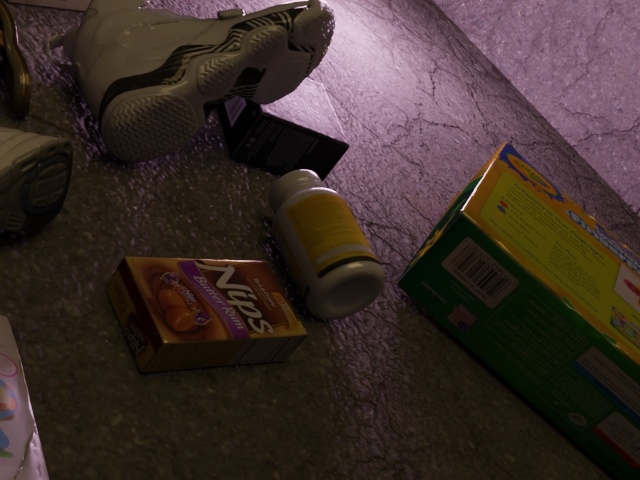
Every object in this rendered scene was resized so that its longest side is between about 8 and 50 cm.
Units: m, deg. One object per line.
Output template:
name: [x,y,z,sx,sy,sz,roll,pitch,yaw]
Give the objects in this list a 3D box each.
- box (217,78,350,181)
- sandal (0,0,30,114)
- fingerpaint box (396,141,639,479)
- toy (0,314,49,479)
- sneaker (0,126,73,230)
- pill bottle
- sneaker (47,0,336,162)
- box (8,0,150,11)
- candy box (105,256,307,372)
box: [-0.061,-0.179,1.162,0.158,0.093,0.156,15,38,-33]
sandal: [-0.375,-0.217,0.909,0.049,0.072,0.180,-10,57,-26]
fingerpaint box: [0.372,0.092,1.206,0.444,0.163,0.371,41,31,2]
toy: [-0.273,0.125,0.546,0.136,0.056,0.237,26,15,-43]
sneaker: [-0.340,-0.044,0.677,0.129,0.111,0.297,19,16,9]
pill bottle: [0.000,0.000,0.980,0.103,0.103,0.184,9,42,-41]
sneaker: [-0.163,-0.261,1.015,0.365,0.137,0.210,-34,68,-25]
box: [-0.328,-0.447,1.108,0.117,0.214,0.243,50,32,17]
candy box: [-0.114,0.073,0.809,0.186,0.053,0.109,4,44,-47]
